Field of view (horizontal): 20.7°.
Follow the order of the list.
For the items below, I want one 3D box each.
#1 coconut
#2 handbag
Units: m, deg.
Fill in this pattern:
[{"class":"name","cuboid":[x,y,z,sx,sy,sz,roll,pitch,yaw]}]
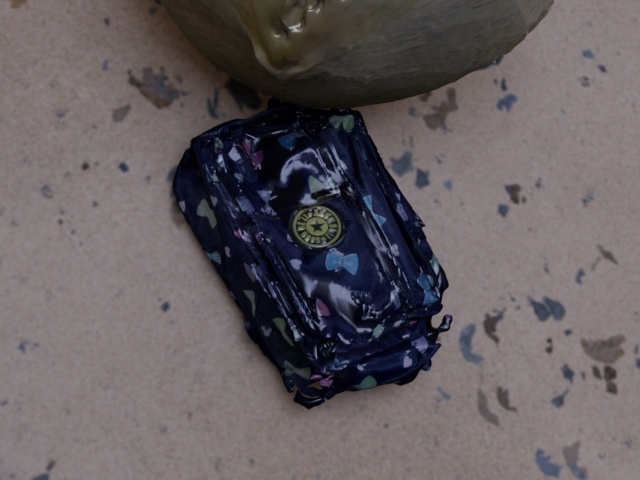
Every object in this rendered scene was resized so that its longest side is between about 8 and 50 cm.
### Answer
[{"class":"coconut","cuboid":[0.025,-0.267,1.365,0.346,0.346,0.360,15,60,-12]},{"class":"handbag","cuboid":[0.000,0.000,1.414,0.162,0.113,0.260,-20,73,-27]}]
